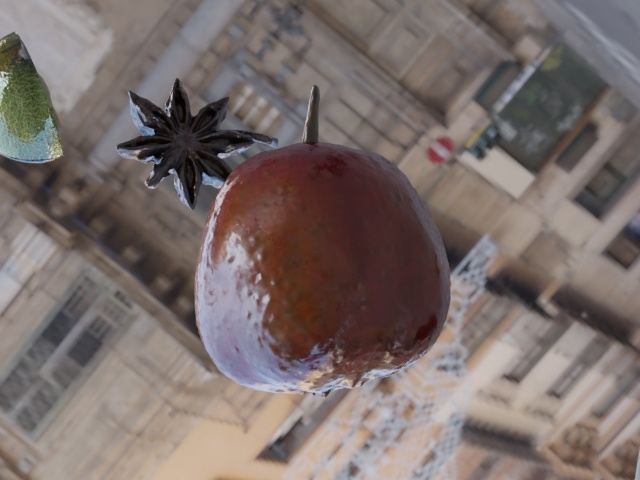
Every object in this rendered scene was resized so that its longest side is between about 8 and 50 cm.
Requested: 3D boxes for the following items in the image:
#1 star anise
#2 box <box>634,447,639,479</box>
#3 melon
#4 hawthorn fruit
[{"bbox_3d":[-0.199,-0.150,1.967,0.262,0.081,0.230,-3,-115,-21],"label":"star anise"},{"bbox_3d":[0.441,0.233,1.389,0.071,0.168,0.259,65,-152,-16],"label":"box"},{"bbox_3d":[-0.354,-0.168,1.407,0.160,0.079,0.128,60,157,29],"label":"melon"},{"bbox_3d":[0.000,0.000,1.328,0.287,0.330,0.287,-4,-179,0],"label":"hawthorn fruit"}]
